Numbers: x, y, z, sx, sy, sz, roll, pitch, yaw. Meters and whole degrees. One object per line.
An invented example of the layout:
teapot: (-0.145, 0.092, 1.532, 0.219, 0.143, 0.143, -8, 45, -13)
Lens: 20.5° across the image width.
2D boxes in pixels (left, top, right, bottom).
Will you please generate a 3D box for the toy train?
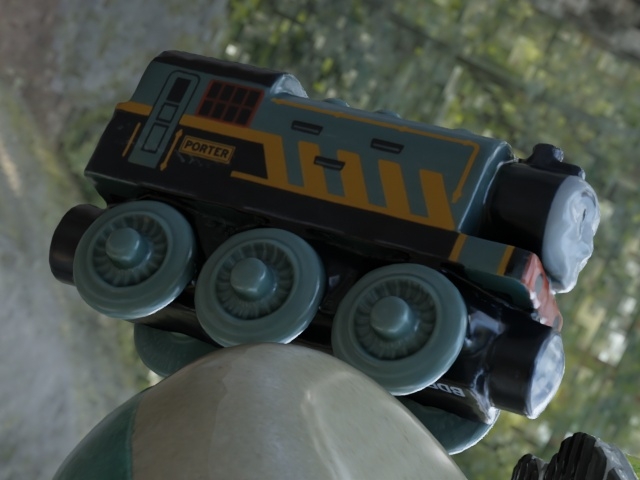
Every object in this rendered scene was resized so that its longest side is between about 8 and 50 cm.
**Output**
toy train: (0.000, 0.000, 1.050, 0.190, 0.333, 0.142, -67, 152, -19)

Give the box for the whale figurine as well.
whale figurine: (0.005, 0.169, 0.545, 0.141, 0.272, 0.216, -31, 177, 16)

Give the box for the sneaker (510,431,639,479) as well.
sneaker: (0.129, 0.126, 0.703, 0.208, 0.094, 0.082, 140, -33, -88)
